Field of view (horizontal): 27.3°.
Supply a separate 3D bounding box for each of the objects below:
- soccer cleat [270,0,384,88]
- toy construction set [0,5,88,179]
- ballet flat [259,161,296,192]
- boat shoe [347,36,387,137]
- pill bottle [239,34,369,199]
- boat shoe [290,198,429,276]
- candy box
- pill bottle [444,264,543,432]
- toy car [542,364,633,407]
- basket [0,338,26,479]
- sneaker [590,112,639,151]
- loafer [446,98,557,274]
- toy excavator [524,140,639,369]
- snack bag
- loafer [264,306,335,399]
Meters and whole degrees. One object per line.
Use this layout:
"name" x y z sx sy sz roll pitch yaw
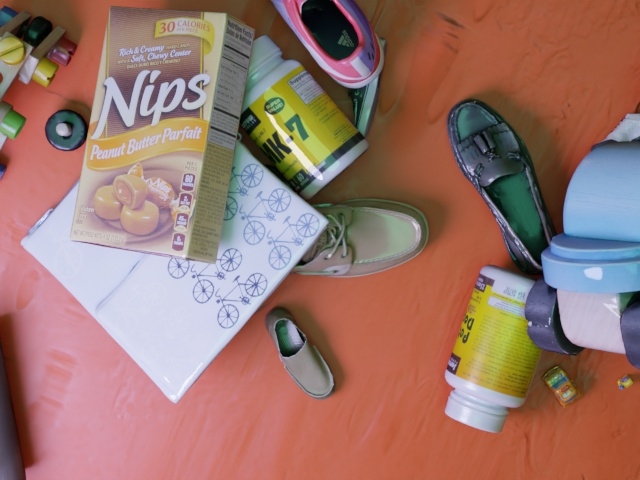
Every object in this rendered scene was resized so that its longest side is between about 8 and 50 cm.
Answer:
"soccer cleat" -0.028 -0.346 1.762 0.108 0.116 0.318 -36 82 5
"toy construction set" -0.457 -0.223 1.723 0.257 0.237 0.309 -34 93 2
"ballet flat" -0.116 -0.091 1.825 0.173 0.049 0.058 9 93 0
"boat shoe" 0.060 -0.212 1.821 0.040 0.049 0.142 11 89 10
"pill bottle" -0.042 -0.168 1.784 0.119 0.119 0.208 -41 90 3
"boat shoe" 0.000 0.000 1.805 0.302 0.098 0.109 -2 93 1
"candy box" -0.206 -0.138 1.715 0.182 0.087 0.317 8 88 25
"pill bottle" 0.244 0.149 1.806 0.117 0.117 0.215 18 93 -1
"toy car" 0.377 0.194 1.847 0.122 0.040 0.060 -19 93 2
"basket" -0.502 0.247 1.802 0.204 0.154 0.227 -17 97 2
"sneaker" 0.423 -0.150 1.830 0.109 0.040 0.044 -24 77 -2
"loafer" 0.261 -0.075 1.807 0.096 0.084 0.268 -28 93 2
"toy excavator" 0.465 -0.095 1.709 0.432 0.222 0.445 -17 105 -33
"snack bag" -0.204 -0.012 1.769 0.342 0.037 0.323 43 97 19
"loafer" -0.031 0.162 1.841 0.056 0.050 0.148 -36 93 2
